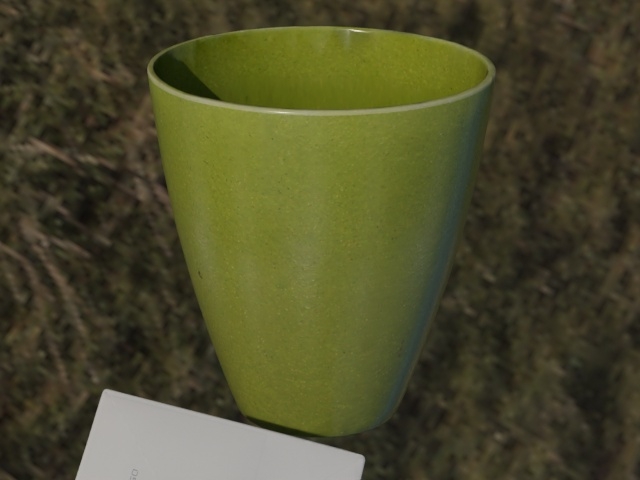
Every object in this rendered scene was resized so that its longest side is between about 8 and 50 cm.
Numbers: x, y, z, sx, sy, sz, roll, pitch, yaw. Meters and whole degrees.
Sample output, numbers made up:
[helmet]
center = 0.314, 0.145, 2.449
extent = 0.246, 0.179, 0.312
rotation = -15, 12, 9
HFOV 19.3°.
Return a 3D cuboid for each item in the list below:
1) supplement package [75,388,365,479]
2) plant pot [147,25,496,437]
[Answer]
[supplement package]
center = -0.087, 0.262, 1.404
extent = 0.263, 0.198, 0.199
rotation = 94, 10, -68
[plant pot]
center = 0.000, 0.000, 1.522
extent = 0.274, 0.274, 0.294
rotation = -18, 116, -43
